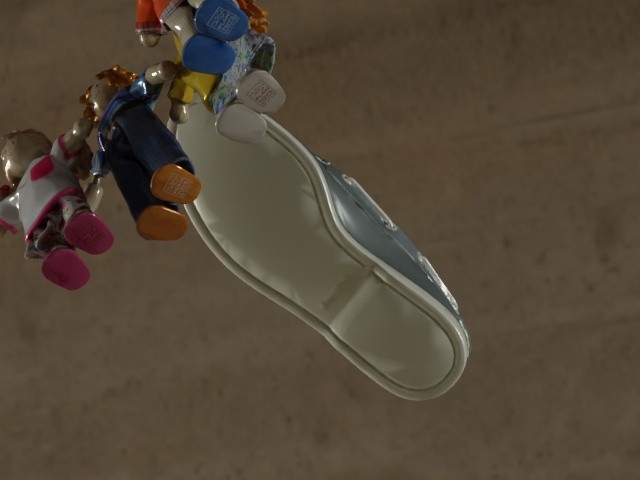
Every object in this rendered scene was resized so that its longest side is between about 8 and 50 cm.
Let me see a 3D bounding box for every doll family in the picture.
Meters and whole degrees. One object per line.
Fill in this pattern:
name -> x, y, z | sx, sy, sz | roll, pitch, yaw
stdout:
doll family -> -0.106, -0.087, 1.074 | 0.118, 0.163, 0.263 | 22, 113, -36

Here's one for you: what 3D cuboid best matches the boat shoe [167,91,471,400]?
boat shoe -> 0.000, 0.000, 1.386 | 0.116, 0.319, 0.099 | -46, 178, 17
